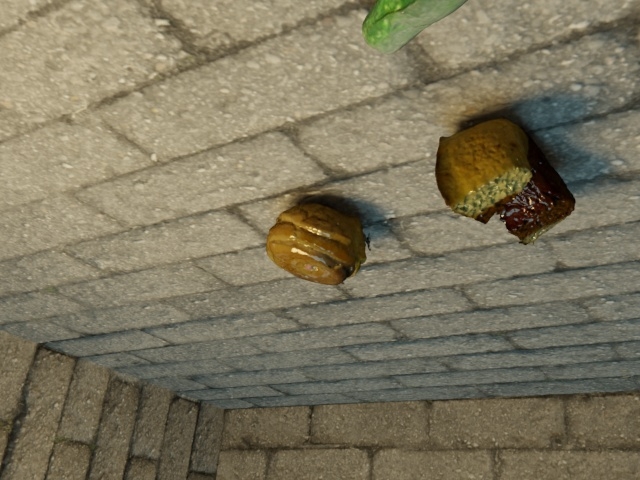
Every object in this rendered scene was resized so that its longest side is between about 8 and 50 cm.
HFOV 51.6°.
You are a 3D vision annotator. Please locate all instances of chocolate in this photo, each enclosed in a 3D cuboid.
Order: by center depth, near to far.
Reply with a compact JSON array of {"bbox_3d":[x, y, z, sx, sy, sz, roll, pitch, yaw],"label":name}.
[{"bbox_3d":[0.127,-0.280,0.637,0.110,0.110,0.291,15,155,-19],"label":"chocolate"}]

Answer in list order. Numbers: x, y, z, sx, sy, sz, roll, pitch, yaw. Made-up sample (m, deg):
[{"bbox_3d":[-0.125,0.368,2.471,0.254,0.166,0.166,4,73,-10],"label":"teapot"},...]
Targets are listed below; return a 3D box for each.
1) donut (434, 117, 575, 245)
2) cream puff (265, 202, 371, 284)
[{"bbox_3d":[0.264,-0.099,0.944,0.112,0.151,0.295,-28,153,29],"label":"donut"},{"bbox_3d":[0.000,0.000,1.197,0.189,0.130,0.189,15,162,5],"label":"cream puff"}]
